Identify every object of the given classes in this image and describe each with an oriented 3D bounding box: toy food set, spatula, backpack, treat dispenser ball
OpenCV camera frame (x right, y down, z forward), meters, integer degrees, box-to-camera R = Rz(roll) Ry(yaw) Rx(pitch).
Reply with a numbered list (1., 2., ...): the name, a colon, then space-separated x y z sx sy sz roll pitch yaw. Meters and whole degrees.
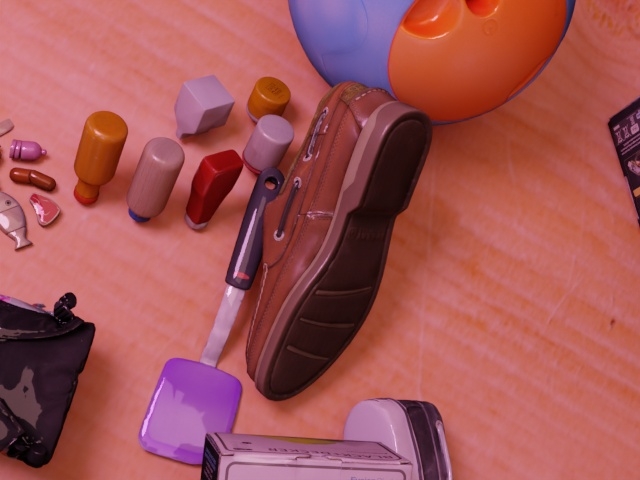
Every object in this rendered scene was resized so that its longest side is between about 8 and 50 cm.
1. toy food set: -0.125 -0.082 0.986 0.232 0.104 0.111 -24 67 -39
2. spatula: -0.089 0.067 0.954 0.084 0.030 0.296 21 82 -10
3. backpack: -0.301 0.111 0.848 0.182 0.115 0.152 18 58 -10
4. treat dispenser ball: 0.110 -0.259 0.987 0.288 0.288 0.288 5 72 -15
5. toy food set: -0.292 -0.059 0.952 0.078 0.019 0.122 -33 85 -22

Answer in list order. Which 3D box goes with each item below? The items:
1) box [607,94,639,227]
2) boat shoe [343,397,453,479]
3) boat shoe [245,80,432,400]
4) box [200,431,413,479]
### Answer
1. box: 0.461 -0.054 0.971 0.097 0.395 0.318 -8 76 -18
2. boat shoe: 0.094 0.297 0.918 0.102 0.108 0.301 6 66 -34
3. boat shoe: 0.000 0.000 0.940 0.110 0.104 0.307 16 103 -52
4. box: -0.025 0.316 0.837 0.169 0.087 0.290 5 90 -14
